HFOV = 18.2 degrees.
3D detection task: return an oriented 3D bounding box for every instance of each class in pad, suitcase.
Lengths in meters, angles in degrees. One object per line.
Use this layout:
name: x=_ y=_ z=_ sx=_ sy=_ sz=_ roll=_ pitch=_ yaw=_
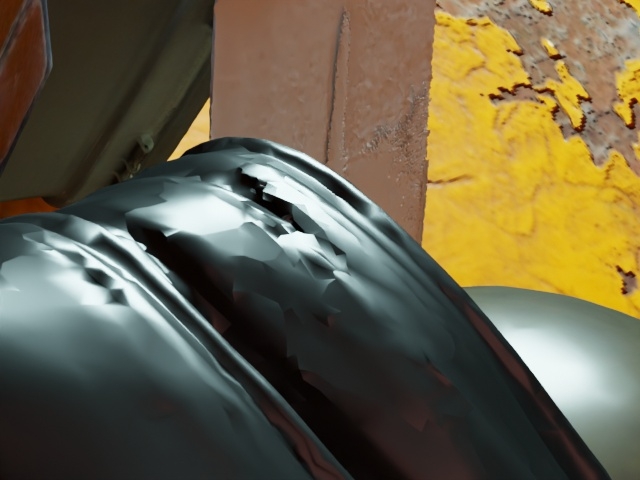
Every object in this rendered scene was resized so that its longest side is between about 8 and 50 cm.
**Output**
pad: x=0.000 y=0.000 z=0.785 sx=0.004 sy=0.232 sz=0.156 roll=16 pitch=24 yaw=32
suitcase: x=-0.041 y=0.178 z=0.462 sx=0.339 sy=0.345 sz=0.188 roll=49 pitch=44 yaw=13

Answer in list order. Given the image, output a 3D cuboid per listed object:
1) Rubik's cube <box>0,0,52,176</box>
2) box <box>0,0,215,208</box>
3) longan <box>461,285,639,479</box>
Rubik's cube: x=-0.234 y=-0.074 z=0.582 sx=0.264 sy=0.319 sz=0.319 roll=-35 pitch=81 yaw=-24
box: x=-0.105 y=-0.111 z=0.772 sx=0.129 sy=0.210 sz=0.148 roll=-12 pitch=62 yaw=-38
longan: x=0.063 y=0.136 z=0.670 sx=0.258 sy=0.258 sz=0.258 roll=23 pitch=44 yaw=-24
